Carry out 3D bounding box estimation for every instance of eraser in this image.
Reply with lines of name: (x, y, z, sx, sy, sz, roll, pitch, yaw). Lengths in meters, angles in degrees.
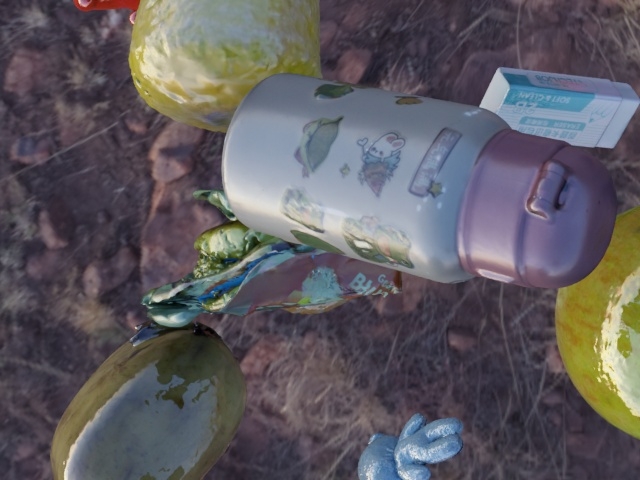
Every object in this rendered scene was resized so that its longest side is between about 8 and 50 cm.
eraser: (0.343, -0.190, 1.560, 0.225, 0.052, 0.095, 3, 132, -21)

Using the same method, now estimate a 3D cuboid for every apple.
apple: (0.463, 0.101, 1.335, 0.340, 0.339, 0.339, 4, 110, 11)

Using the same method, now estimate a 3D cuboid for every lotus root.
lotus root: (-0.211, 0.226, 1.174, 0.183, 0.183, 0.310, 44, 74, -5)

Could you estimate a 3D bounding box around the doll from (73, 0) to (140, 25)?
doll: (-0.136, -0.348, 1.325, 0.105, 0.337, 0.199, 65, 150, 27)

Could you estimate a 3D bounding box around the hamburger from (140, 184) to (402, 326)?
hamburger: (-0.050, 0.000, 1.102, 0.276, 0.260, 0.150, -9, 86, 8)

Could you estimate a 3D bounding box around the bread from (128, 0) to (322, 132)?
bread: (-0.087, -0.192, 1.022, 0.197, 0.197, 0.170, 3, 80, 11)

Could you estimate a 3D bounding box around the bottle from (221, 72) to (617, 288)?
bottle: (0.065, -0.035, 0.704, 0.253, 0.120, 0.120, 17, 114, 31)

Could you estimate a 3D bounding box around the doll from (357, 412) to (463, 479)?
doll: (0.129, 0.296, 1.454, 0.180, 0.120, 0.075, -24, 121, 31)

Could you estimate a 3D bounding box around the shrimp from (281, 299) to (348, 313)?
shrimp: (0.000, 0.000, 1.565, 0.169, 0.058, 0.296, -10, 133, -21)
